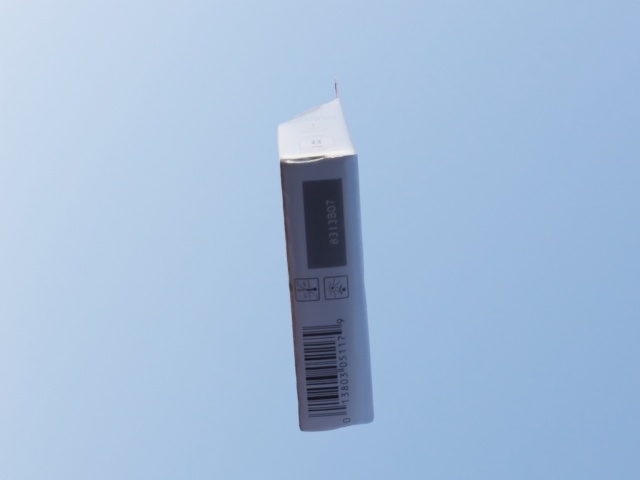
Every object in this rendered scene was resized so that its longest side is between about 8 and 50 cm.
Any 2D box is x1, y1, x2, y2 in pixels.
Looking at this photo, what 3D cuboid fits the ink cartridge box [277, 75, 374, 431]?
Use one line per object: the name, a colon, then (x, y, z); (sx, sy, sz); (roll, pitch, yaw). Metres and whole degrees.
ink cartridge box: (0.000, 0.000, 1.010); (0.232, 0.066, 0.189); (-109, -166, -70)
